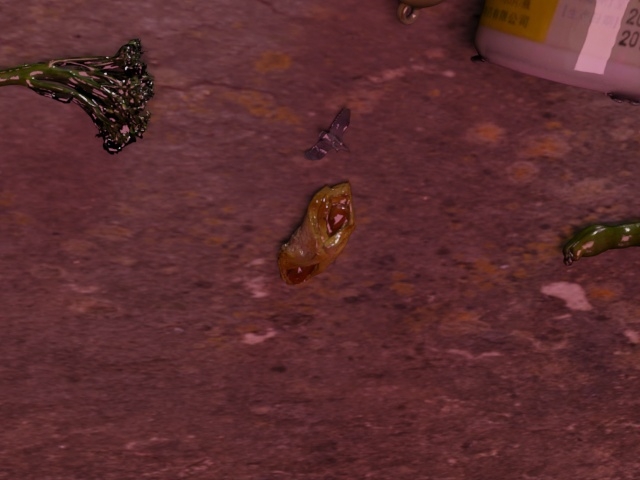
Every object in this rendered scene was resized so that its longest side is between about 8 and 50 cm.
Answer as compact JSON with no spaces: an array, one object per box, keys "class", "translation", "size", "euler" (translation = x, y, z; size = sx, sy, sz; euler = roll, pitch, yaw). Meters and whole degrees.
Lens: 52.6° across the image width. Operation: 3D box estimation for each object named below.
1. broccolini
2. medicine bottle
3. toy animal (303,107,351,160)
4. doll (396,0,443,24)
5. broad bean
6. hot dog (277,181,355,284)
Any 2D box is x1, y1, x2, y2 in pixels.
[{"class":"broccolini","translation":[-0.321,-0.143,0.748],"size":[0.271,0.062,0.123],"euler":[-15,102,-8]},{"class":"medicine bottle","translation":[0.312,-0.349,0.667],"size":[0.213,0.213,0.379],"euler":[9,113,-13]},{"class":"toy animal","translation":[0.020,-0.126,0.828],"size":[0.050,0.028,0.084],"euler":[41,104,-15]},{"class":"doll","translation":[0.134,-0.380,0.687],"size":[0.141,0.117,0.296],"euler":[-7,133,-40]},{"class":"broad bean","translation":[0.473,-0.006,0.946],"size":[0.256,0.053,0.052],"euler":[-8,154,-5]},{"class":"hot dog","translation":[-0.001,0.000,0.867],"size":[0.078,0.061,0.169],"euler":[24,109,-20]}]
